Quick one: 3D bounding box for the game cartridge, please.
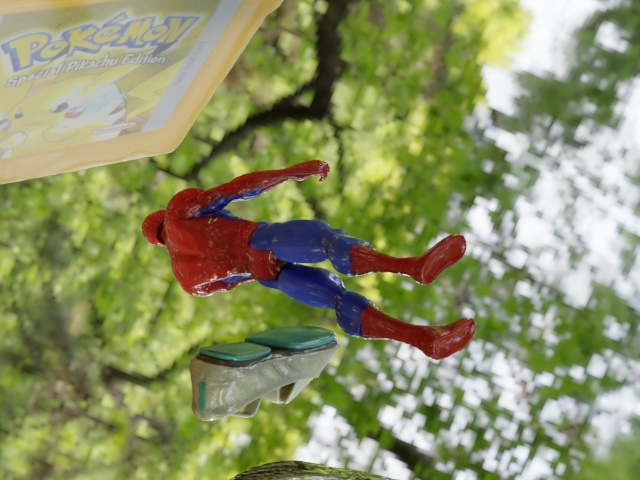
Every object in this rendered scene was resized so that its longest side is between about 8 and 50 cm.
[{"bbox_3d":[-0.163,-0.140,1.068,0.324,0.285,0.053,-46,-116,51],"label":"game cartridge"}]

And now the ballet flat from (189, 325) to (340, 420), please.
[{"bbox_3d":[-0.042,0.093,1.089,0.168,0.057,0.052,-6,105,-59],"label":"ballet flat"}]

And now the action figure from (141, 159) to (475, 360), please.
[{"bbox_3d":[0.000,0.000,1.073,0.139,0.280,0.091,-30,122,-44],"label":"action figure"}]

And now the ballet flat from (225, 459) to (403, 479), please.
[{"bbox_3d":[0.055,0.206,0.883,0.182,0.482,0.164,29,-80,53],"label":"ballet flat"}]
